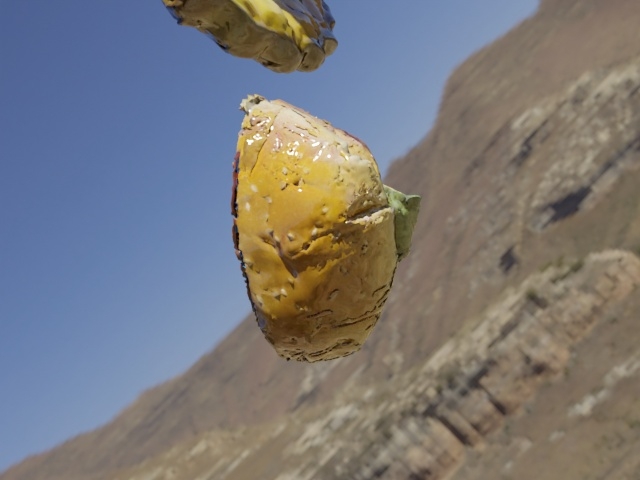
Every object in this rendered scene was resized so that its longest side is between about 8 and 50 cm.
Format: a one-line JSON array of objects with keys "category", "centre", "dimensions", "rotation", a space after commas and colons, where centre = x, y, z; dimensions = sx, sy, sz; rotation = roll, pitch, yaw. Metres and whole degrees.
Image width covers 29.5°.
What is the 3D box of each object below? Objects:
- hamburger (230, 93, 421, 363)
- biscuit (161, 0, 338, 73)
[{"category": "hamburger", "centre": [0.004, -0.004, 0.740], "dimensions": [0.102, 0.176, 0.087], "rotation": [3, 17, 39]}, {"category": "biscuit", "centre": [-0.109, -0.270, 1.075], "dimensions": [0.078, 0.329, 0.335], "rotation": [-39, 14, 21]}]
